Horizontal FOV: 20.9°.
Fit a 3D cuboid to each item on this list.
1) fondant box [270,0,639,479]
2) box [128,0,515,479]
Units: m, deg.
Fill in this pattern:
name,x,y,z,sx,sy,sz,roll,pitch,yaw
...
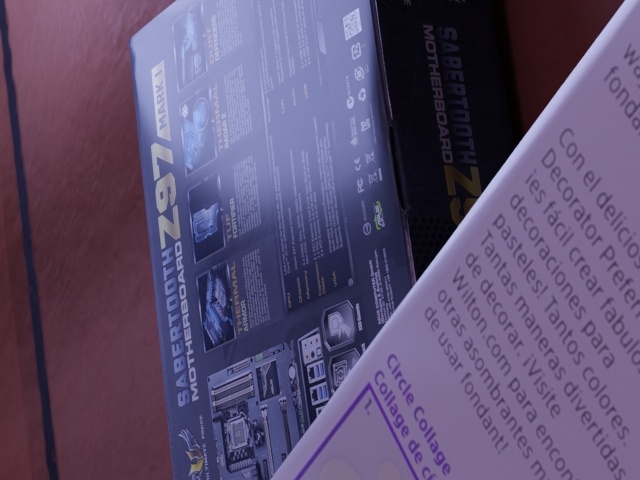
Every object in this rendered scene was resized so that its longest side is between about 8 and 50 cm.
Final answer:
name,x,y,z,sx,sy,sz,roll,pitch,yaw
fondant box,0.103,0.102,0.370,0.238,0.096,0.330,61,144,24
box,0.000,0.000,0.656,0.183,0.059,0.232,-28,65,53
